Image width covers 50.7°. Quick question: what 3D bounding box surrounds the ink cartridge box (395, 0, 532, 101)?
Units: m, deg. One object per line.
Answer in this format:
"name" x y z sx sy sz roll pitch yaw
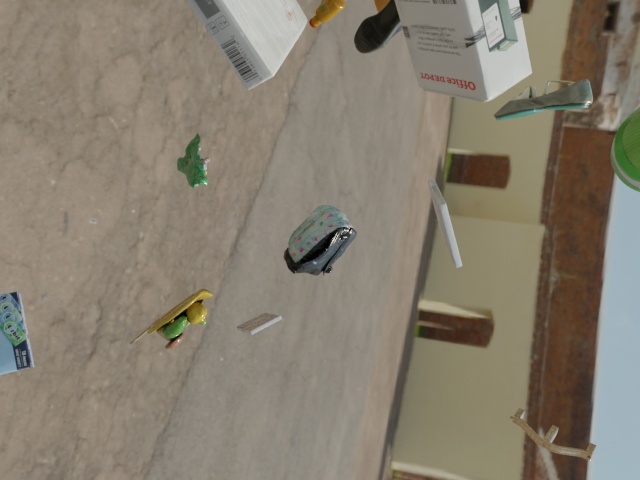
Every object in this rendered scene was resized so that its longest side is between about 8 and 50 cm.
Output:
"ink cartridge box" 0.246 -0.418 1.229 0.122 0.211 0.289 -33 122 -17

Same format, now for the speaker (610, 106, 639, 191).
"speaker" 0.472 -0.157 0.837 0.296 0.131 0.131 86 14 -74

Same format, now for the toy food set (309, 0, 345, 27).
"toy food set" 0.003 -0.624 1.588 0.111 0.105 0.232 -16 84 -41

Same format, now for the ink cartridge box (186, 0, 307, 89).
"ink cartridge box" -0.183 -0.597 1.687 0.308 0.091 0.384 54 31 -25

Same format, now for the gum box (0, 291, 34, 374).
"gum box" -0.682 0.198 1.340 0.041 0.185 0.156 137 -61 -73

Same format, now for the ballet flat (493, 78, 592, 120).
"ballet flat" 0.468 -0.301 1.430 0.072 0.213 0.068 -9 95 -48

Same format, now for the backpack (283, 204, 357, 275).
"backpack" 0.000 0.000 1.724 0.182 0.115 0.152 -48 154 24

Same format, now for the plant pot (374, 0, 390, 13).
"plant pot" 0.252 -0.690 1.892 0.205 0.188 0.205 -17 90 -71

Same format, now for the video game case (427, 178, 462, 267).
"video game case" 0.271 -0.040 1.475 0.143 0.019 0.157 -94 166 -64

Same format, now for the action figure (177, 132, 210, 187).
"action figure" -0.366 -0.216 1.989 0.137 0.064 0.232 -62 -151 19

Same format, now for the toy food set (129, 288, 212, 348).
"toy food set" -0.313 0.186 1.510 0.071 0.218 0.128 52 36 -6

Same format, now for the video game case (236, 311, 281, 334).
"video game case" -0.156 0.207 1.699 0.011 0.087 0.122 67 -22 -8

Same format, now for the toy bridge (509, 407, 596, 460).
"toy bridge" 0.512 0.439 1.508 0.063 0.188 0.026 -31 135 -47

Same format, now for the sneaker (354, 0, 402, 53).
"sneaker" 0.187 -0.535 1.645 0.130 0.227 0.087 -18 75 -48
